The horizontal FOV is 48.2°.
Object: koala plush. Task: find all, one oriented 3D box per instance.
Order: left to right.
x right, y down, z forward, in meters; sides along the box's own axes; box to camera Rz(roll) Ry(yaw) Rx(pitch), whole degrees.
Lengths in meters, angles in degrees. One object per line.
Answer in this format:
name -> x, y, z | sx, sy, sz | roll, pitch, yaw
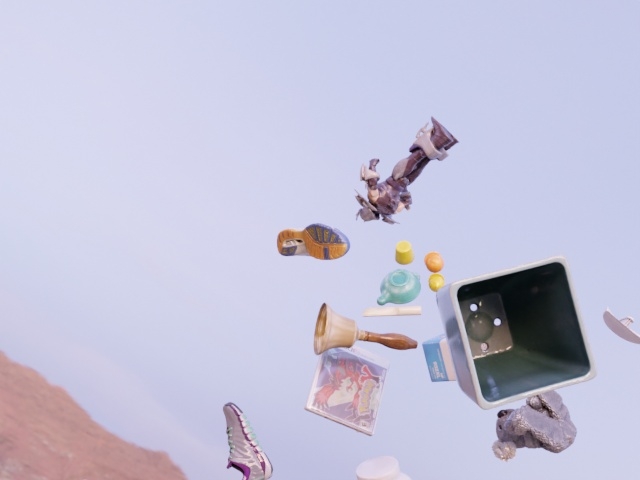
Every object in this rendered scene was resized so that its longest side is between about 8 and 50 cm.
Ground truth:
koala plush -> 0.576, 0.525, 2.011 | 0.203, 0.196, 0.221 | 39, -42, -4

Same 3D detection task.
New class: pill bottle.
pill bottle -> 0.200, 0.794, 2.048 | 0.181, 0.181, 0.323 | -6, -77, 50

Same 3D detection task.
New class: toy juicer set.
toy juicer set -> 0.293, 0.158, 2.325 | 0.209, 0.329, 0.089 | 14, -36, 22

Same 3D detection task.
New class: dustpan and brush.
dustpan and brush -> 0.883, 0.246, 2.103 | 0.147, 0.060, 0.211 | 42, -8, 11

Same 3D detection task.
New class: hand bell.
hand bell -> 0.115, 0.229, 1.691 | 0.242, 0.126, 0.126 | 11, -24, -10

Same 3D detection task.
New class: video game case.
video game case -> 0.070, 0.352, 1.752 | 0.183, 0.201, 0.023 | 25, -31, -12

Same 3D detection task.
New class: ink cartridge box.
ink cartridge box -> 0.493, 0.321, 2.099 | 0.307, 0.223, 0.129 | -15, -93, 45

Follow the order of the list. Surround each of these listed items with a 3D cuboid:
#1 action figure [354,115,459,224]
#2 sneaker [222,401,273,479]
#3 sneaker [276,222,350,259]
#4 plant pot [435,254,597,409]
action figure -> 0.180, -0.143, 1.592 | 0.099, 0.285, 0.185 | 52, 16, 30
sneaker -> -0.212, 0.519, 1.817 | 0.224, 0.098, 0.083 | 54, -28, 25
sneaker -> 0.000, 0.000, 2.203 | 0.131, 0.112, 0.296 | -1, 4, -43
plant pot -> 0.371, 0.181, 1.479 | 0.247, 0.248, 0.252 | -13, -3, -8
